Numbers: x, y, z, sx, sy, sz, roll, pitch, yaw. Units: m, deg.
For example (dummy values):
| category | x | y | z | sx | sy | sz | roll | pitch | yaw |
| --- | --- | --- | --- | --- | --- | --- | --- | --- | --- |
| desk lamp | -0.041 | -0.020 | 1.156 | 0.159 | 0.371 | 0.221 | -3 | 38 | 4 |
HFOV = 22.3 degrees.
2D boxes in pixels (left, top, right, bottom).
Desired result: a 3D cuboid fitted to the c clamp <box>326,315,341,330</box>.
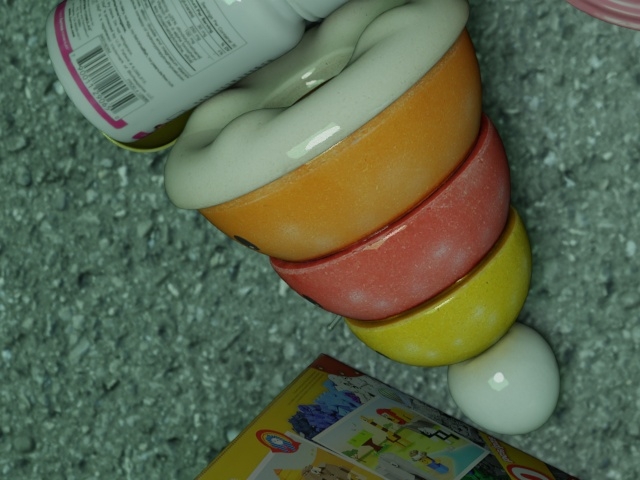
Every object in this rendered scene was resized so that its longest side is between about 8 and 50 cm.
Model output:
| category | x | y | z | sx | sy | sz | roll | pitch | yaw |
| --- | --- | --- | --- | --- | --- | --- | --- | --- | --- |
| c clamp | 0.000 | 0.000 | 1.788 | 0.161 | 0.022 | 0.137 | 46 | 110 | 3 |

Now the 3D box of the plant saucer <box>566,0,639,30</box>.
| category | x | y | z | sx | sy | sz | roll | pitch | yaw |
| --- | --- | --- | --- | --- | --- | --- | --- | --- | --- |
| plant saucer | 0.312 | -0.350 | 1.447 | 0.332 | 0.084 | 0.332 | 3 | 102 | 14 |

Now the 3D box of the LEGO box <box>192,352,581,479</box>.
| category | x | y | z | sx | sy | sz | roll | pitch | yaw |
| --- | --- | --- | --- | --- | --- | --- | --- | --- | --- |
| LEGO box | 0.060 | 0.334 | 1.588 | 0.372 | 0.500 | 0.193 | 25 | 108 | 9 |

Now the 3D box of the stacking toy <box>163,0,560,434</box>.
| category | x | y | z | sx | sy | sz | roll | pitch | yaw |
| --- | --- | --- | --- | --- | --- | --- | --- | --- | --- |
| stacking toy | 0.101 | 0.012 | 1.646 | 0.350 | 0.350 | 0.480 | -29 | 107 | 19 |

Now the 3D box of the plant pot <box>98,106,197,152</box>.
| category | x | y | z | sx | sy | sz | roll | pitch | yaw |
| --- | --- | --- | --- | --- | --- | --- | --- | --- | --- |
| plant pot | -0.177 | -0.168 | 1.766 | 0.134 | 0.095 | 0.134 | 3 | 101 | 16 |

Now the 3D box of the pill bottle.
| category | x | y | z | sx | sy | sz | roll | pitch | yaw |
| --- | --- | --- | --- | --- | --- | --- | --- | --- | --- |
| pill bottle | -0.116 | -0.228 | 1.600 | 0.283 | 0.160 | 0.160 | -28 | 92 | 19 |
